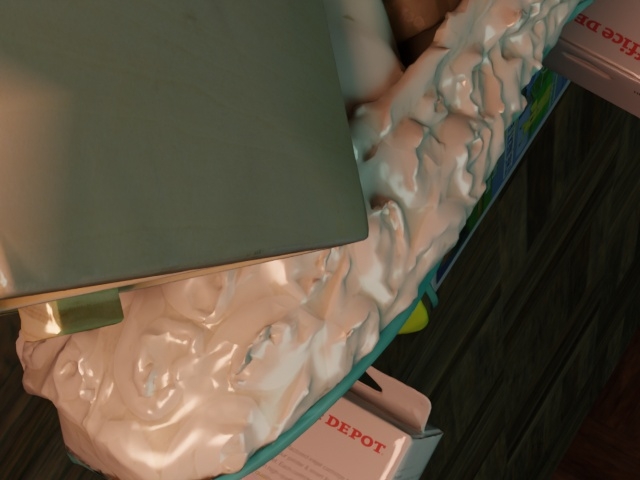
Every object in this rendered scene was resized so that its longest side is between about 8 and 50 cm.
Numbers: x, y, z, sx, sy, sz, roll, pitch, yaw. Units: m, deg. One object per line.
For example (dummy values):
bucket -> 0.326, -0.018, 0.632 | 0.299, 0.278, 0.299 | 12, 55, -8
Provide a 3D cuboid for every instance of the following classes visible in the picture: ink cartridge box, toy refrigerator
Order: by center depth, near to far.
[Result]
toy refrigerator -> -0.071, -0.022, 0.450 | 0.269, 0.102, 0.094 | -10, 88, -77
ink cartridge box -> 0.162, -0.133, 0.995 | 0.122, 0.088, 0.052 | -57, 168, -13
ink cartridge box -> -0.004, 0.128, 1.054 | 0.143, 0.092, 0.090 | -62, 165, 4

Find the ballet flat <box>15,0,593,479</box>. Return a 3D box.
ballet flat -> 0.010, -0.088, 0.708 | 0.409, 0.147, 0.147 | -52, 163, -41

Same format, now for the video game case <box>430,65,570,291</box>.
video game case -> 0.119, -0.149, 1.073 | 0.300, 0.036, 0.329 | -56, 165, -18

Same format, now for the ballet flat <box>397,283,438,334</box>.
ballet flat -> 0.000, 0.000, 0.906 | 0.077, 0.077, 0.231 | -37, 158, -6
